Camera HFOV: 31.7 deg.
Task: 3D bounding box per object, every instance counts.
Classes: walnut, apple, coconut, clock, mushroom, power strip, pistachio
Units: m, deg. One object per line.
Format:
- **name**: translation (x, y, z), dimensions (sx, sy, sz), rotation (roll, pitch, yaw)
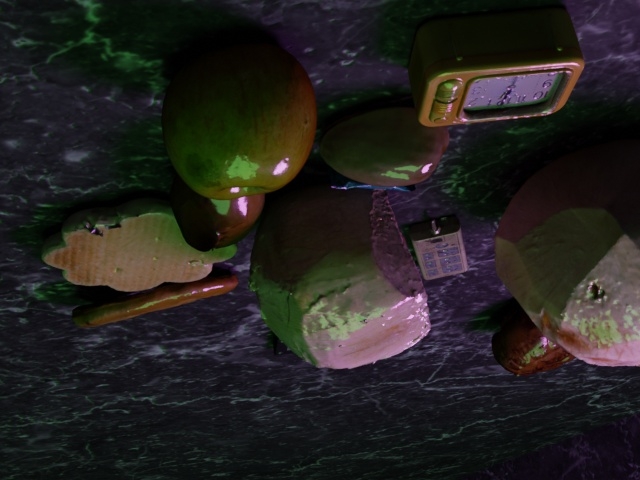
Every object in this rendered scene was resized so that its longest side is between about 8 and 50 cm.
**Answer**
- **walnut**: translation (-0.148, -0.059, 1.627), dimensions (0.137, 0.137, 0.245), rotation (-5, 153, -11)
- **apple**: translation (-0.099, -0.141, 1.388), dimensions (0.196, 0.196, 0.196), rotation (-8, 158, -3)
- **coconut**: translation (0.017, 0.052, 1.760), dimensions (0.254, 0.297, 0.297), rotation (-22, 157, 0)
- **clock**: translation (0.221, -0.218, 1.441), dimensions (0.202, 0.096, 0.143), rotation (-8, 154, -7)
- **mushroom**: translation (0.499, 0.211, 2.522), dimensions (0.253, 0.153, 0.253), rotation (-18, 161, -6)
- **power strip**: translation (0.217, 0.011, 2.062), dimensions (0.092, 0.034, 0.268), rotation (-12, 158, 6)
- **coconut**: translation (0.478, 0.031, 1.815), dimensions (0.415, 0.345, 0.415), rotation (-9, 161, -3)
- **pistachio**: translation (0.089, -0.131, 1.585), dimensions (0.185, 0.108, 0.126), rotation (-6, 132, 10)

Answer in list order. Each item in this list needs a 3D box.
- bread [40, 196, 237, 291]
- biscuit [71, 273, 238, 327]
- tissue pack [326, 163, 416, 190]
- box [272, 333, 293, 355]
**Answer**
- **bread**: translation (-0.289, 0.007, 1.825), dimensions (0.316, 0.054, 0.316), rotation (-8, 156, -4)
- **biscuit**: translation (-0.300, 0.107, 2.022), dimensions (0.299, 0.045, 0.154), rotation (-14, 179, 8)
- **tissue pack**: translation (0.068, -0.106, 1.659), dimensions (0.138, 0.085, 0.028), rotation (0, 144, -21)
- **box**: translation (-0.041, 0.220, 2.471), dimensions (0.125, 0.027, 0.126), rotation (-7, 158, -8)
